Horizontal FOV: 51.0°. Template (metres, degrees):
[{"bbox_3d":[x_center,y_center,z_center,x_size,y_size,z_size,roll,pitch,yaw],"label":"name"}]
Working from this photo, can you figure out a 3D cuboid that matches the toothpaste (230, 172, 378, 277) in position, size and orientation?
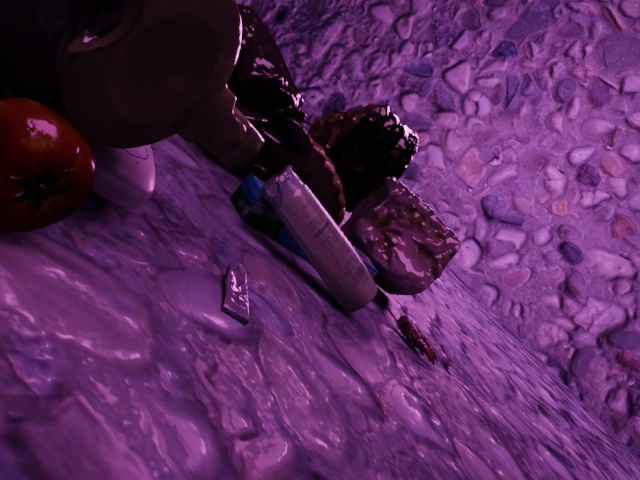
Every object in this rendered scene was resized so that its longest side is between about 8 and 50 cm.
[{"bbox_3d":[-0.017,-0.006,1.002,0.267,0.050,0.065,34,15,-41],"label":"toothpaste"}]

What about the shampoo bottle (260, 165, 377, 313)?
[{"bbox_3d":[0.000,0.000,0.896,0.212,0.049,0.072,54,50,-13],"label":"shampoo bottle"}]

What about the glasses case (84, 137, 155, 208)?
[{"bbox_3d":[-0.201,-0.090,0.643,0.076,0.049,0.197,36,13,-31],"label":"glasses case"}]

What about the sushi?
[{"bbox_3d":[0.050,-0.173,1.384,0.171,0.211,0.350,39,-13,-17],"label":"sushi"}]

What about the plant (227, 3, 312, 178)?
[{"bbox_3d":[-0.140,-0.241,1.117,0.199,0.188,0.276,37,30,-60],"label":"plant"}]

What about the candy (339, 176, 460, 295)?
[{"bbox_3d":[0.125,-0.003,1.177,0.185,0.137,0.195,45,-12,-6],"label":"candy"}]

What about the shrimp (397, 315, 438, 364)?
[{"bbox_3d":[0.153,0.158,1.048,0.092,0.029,0.038,48,10,4],"label":"shrimp"}]

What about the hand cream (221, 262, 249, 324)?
[{"bbox_3d":[-0.081,0.046,0.642,0.030,0.019,0.093,37,14,-22],"label":"hand cream"}]

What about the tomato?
[{"bbox_3d":[-0.191,-0.049,0.425,0.075,0.087,0.087,43,9,28],"label":"tomato"}]

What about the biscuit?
[{"bbox_3d":[-0.043,-0.146,1.251,0.273,0.036,0.187,47,-26,8],"label":"biscuit"}]

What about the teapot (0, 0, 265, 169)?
[{"bbox_3d":[-0.178,-0.161,0.535,0.239,0.239,0.321,47,-25,22],"label":"teapot"}]
